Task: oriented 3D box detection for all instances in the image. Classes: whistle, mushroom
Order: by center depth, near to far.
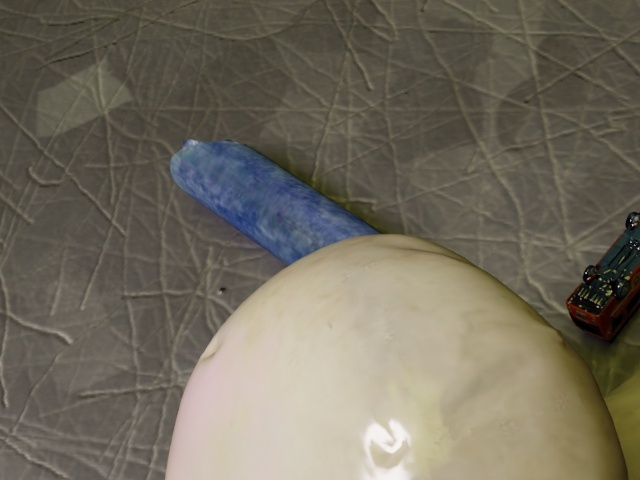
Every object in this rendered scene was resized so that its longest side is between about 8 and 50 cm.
[{"bbox_3d":[0.063,0.135,1.012,0.356,0.315,0.315,-37,44,7],"label":"mushroom"},{"bbox_3d":[0.000,0.000,1.331,0.062,0.062,0.304,-42,46,-15],"label":"whistle"}]

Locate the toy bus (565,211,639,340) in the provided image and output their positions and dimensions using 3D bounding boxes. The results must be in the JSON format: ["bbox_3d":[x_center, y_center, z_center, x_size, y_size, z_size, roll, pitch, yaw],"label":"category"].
[{"bbox_3d":[0.205,0.018,1.232,0.031,0.043,0.110,26,63,35],"label":"toy bus"}]
